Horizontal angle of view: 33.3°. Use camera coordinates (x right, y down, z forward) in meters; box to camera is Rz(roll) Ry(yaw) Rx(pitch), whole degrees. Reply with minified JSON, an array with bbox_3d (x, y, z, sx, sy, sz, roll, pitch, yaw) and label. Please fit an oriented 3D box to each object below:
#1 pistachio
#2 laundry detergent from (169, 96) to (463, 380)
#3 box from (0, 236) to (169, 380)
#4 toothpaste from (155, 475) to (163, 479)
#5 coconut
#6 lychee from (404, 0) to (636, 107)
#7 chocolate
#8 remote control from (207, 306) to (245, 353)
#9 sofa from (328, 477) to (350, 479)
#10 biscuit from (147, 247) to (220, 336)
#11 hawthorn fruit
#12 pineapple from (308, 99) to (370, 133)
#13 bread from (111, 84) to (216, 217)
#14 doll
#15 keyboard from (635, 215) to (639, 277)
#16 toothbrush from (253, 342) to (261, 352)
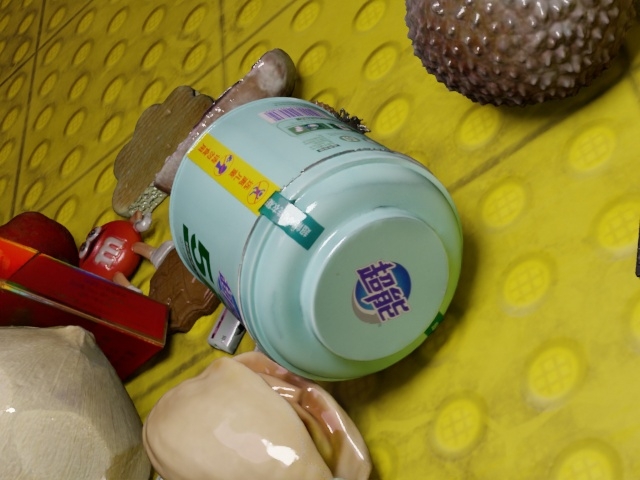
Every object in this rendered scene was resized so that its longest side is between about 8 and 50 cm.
[{"bbox_3d":[-0.080,0.250,1.280,0.318,0.193,0.213,16,105,45],"label":"pistachio"},{"bbox_3d":[0.000,0.000,1.296,0.287,0.287,0.305,-54,35,2],"label":"laundry detergent"},{"bbox_3d":[-0.416,0.118,1.628,0.197,0.313,0.089,-38,39,40],"label":"box"},{"bbox_3d":[-0.168,0.342,1.436,0.218,0.033,0.052,1,62,52],"label":"toothpaste"},{"bbox_3d":[-0.410,0.286,1.495,0.360,0.346,0.346,-53,36,2],"label":"coconut"},{"bbox_3d":[0.230,-0.304,1.295,0.300,0.300,0.300,-29,43,31],"label":"lychee"},{"bbox_3d":[-0.141,-0.179,1.739,0.303,0.100,0.185,-49,-2,11],"label":"chocolate"},{"bbox_3d":[-0.117,0.084,1.583,0.065,0.029,0.166,13,72,51],"label":"remote control"},{"bbox_3d":[0.038,0.371,1.031,0.225,0.210,0.176,-46,38,6],"label":"sofa"},{"bbox_3d":[-0.220,0.068,1.709,0.215,0.034,0.182,-39,39,21],"label":"biscuit"},{"bbox_3d":[-0.524,0.051,1.968,0.185,0.185,0.202,-51,53,5],"label":"hawthorn fruit"},{"bbox_3d":[0.019,-0.175,1.620,0.124,0.058,0.058,29,85,49],"label":"pineapple"},{"bbox_3d":[-0.285,-0.176,1.960,0.286,0.056,0.207,-41,41,19],"label":"bread"},{"bbox_3d":[-0.350,0.024,1.854,0.183,0.085,0.217,-53,42,-5],"label":"doll"},{"bbox_3d":[0.374,-0.055,1.148,0.061,0.013,0.204,-14,52,43],"label":"keyboard"},{"bbox_3d":[-0.070,0.094,1.533,0.022,0.017,0.204,-34,36,57],"label":"toothbrush"}]
